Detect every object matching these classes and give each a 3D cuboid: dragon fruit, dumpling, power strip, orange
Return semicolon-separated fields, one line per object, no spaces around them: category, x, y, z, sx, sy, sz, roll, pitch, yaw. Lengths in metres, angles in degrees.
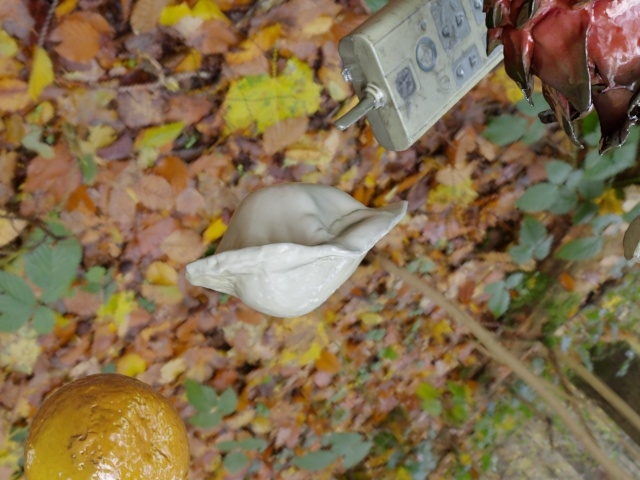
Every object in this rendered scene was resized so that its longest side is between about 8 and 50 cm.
dragon fruit;0.147;-0.131;0.459;0.121;0.142;0.130;1;-137;46
dumpling;0.000;0.000;0.794;0.252;0.131;0.179;-14;177;-44
power strip;0.092;-0.153;0.610;0.268;0.034;0.092;-44;122;-32
orange;-0.282;0.284;1.074;0.193;0.219;0.219;-25;166;10

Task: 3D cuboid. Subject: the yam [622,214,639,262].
yam;0.427;0.003;0.779;0.274;0.061;0.061;3;152;-5
